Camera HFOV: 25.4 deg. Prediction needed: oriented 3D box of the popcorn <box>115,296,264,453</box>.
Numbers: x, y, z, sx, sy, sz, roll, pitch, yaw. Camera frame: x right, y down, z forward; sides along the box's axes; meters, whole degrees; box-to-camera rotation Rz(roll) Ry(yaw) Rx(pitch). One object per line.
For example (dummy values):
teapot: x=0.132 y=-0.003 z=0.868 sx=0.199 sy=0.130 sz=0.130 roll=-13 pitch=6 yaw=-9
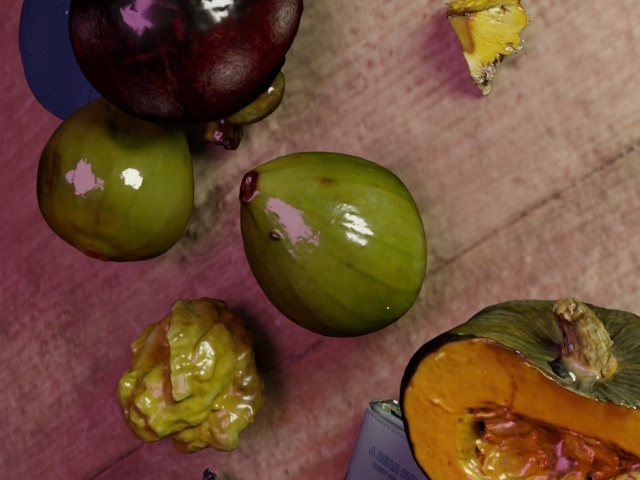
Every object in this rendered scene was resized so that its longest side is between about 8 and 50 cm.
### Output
popcorn: x=-0.155 y=0.164 z=1.738 sx=0.197 sy=0.155 sz=0.197 roll=-37 pitch=37 yaw=35

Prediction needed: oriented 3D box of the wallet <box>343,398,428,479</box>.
wallet: x=0.082 y=0.322 z=1.583 sx=0.176 sy=0.075 sz=0.250 roll=28 pitch=106 yaw=44

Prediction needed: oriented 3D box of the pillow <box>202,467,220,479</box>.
pillow: x=-0.096 y=0.393 z=1.742 sx=0.208 sy=0.055 sz=0.141 roll=39 pitch=121 yaw=35

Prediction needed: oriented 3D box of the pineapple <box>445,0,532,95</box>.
pineapple: x=0.172 y=-0.212 z=1.533 sx=0.114 sy=0.077 sz=0.114 roll=6 pitch=105 yaw=44

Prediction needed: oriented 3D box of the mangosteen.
mangosteen: x=-0.147 y=-0.266 z=1.685 sx=0.297 sy=0.293 sz=0.297 roll=-48 pitch=19 yaw=23

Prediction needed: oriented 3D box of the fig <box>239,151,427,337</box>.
fig: x=0.000 y=0.000 z=1.571 sx=0.203 sy=0.225 sz=0.203 roll=-33 pitch=44 yaw=38

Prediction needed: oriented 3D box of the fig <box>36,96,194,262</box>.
fig: x=-0.261 y=-0.088 z=1.803 sx=0.207 sy=0.207 sz=0.230 roll=-4 pitch=86 yaw=40

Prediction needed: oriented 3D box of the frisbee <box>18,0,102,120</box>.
frisbee: x=-0.339 y=-0.308 z=1.979 sx=0.289 sy=0.049 sz=0.289 roll=-2 pitch=86 yaw=40

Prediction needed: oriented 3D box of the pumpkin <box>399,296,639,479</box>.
pumpkin: x=0.257 y=0.144 z=1.328 sx=0.325 sy=0.232 sz=0.242 roll=20 pitch=123 yaw=26
